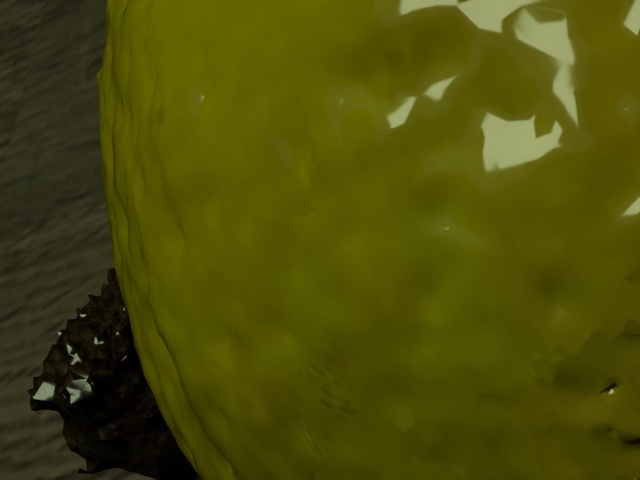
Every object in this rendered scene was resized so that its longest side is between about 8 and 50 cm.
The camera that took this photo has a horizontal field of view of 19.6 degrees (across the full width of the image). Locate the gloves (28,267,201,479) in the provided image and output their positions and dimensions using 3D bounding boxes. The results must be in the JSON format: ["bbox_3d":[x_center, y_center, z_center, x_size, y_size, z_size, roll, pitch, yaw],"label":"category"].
[{"bbox_3d":[0.002,0.004,0.699,0.210,0.135,0.312,-25,51,29],"label":"gloves"}]

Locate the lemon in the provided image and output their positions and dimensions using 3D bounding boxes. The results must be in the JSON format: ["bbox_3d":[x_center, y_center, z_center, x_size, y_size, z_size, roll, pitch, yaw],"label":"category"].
[{"bbox_3d":[0.098,-0.042,0.471,0.336,0.336,0.336,-29,46,35],"label":"lemon"}]
